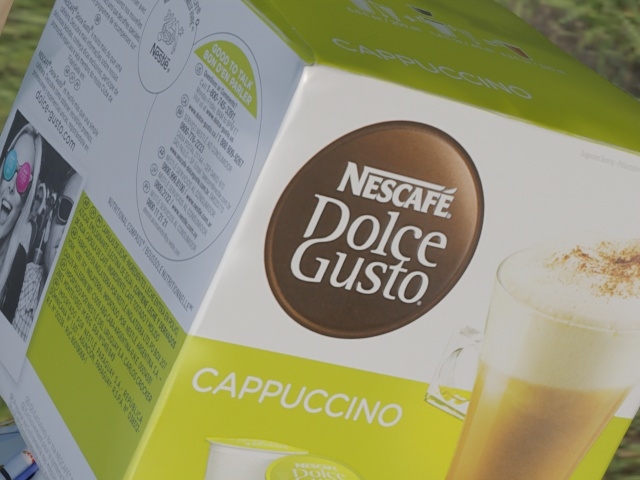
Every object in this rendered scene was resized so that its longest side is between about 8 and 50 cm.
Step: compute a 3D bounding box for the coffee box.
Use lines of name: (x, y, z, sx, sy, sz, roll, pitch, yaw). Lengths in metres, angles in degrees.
coffee box: (0.000, 0.000, 1.198, 0.338, 0.337, 0.334, 49, 120, 52)

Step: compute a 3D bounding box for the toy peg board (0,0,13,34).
toy peg board: (-0.236, -0.127, 0.859, 0.161, 0.079, 0.161, 31, 108, 22)

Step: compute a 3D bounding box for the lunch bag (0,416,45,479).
lunch bag: (-0.202, 0.264, 1.213, 0.115, 0.303, 0.243, -7, 109, 38)
